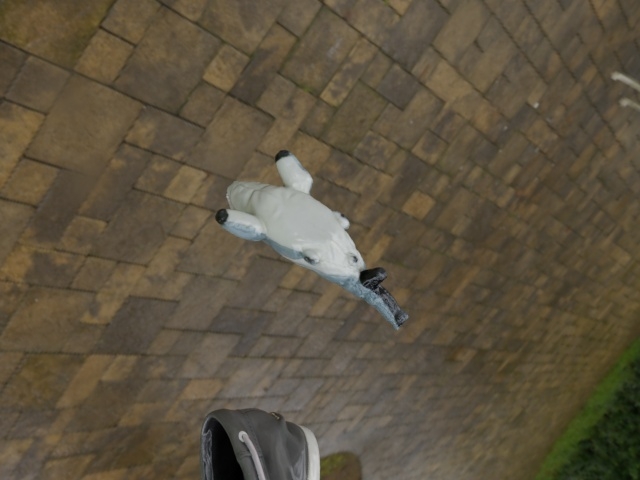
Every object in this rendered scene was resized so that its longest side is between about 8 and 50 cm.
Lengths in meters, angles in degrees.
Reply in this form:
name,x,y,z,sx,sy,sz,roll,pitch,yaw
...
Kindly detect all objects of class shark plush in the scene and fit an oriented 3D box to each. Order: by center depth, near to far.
name,x,y,z,sx,sy,sz,roll,pitch,yaw
shark plush,0.000,0.000,0.532,0.073,0.161,0.067,-60,173,-24

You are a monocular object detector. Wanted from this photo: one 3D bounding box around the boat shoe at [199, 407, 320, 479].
name,x,y,z,sx,sy,sz,roll,pitch,yaw
boat shoe,-0.057,0.286,0.566,0.096,0.335,0.112,26,131,-30
